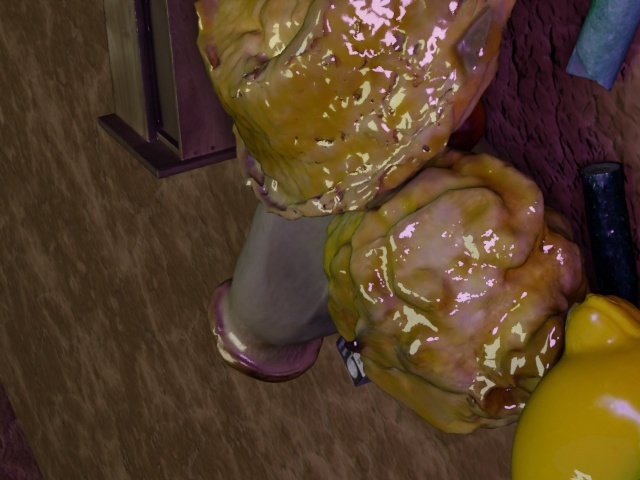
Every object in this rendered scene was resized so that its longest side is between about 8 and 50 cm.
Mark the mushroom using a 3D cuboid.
[{"bbox_3d":[0.008,0.003,1.549,0.154,0.137,0.407,31,147,1],"label":"mushroom"}]

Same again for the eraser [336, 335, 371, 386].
[{"bbox_3d":[0.051,0.095,1.657,0.052,0.029,0.122,65,156,16],"label":"eraser"}]

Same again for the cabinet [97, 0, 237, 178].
[{"bbox_3d":[-0.084,-0.183,1.520,0.148,0.215,0.174,38,139,51],"label":"cabinet"}]

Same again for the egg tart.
[{"bbox_3d":[0.006,-0.180,1.275,0.345,0.132,0.345,-29,53,48],"label":"egg tart"}]

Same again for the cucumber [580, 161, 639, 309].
[{"bbox_3d":[0.212,0.009,1.258,0.032,0.032,0.133,24,129,59],"label":"cucumber"}]

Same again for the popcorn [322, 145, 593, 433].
[{"bbox_3d":[0.106,0.051,1.281,0.266,0.192,0.233,35,151,51],"label":"popcorn"}]

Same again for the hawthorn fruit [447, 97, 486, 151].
[{"bbox_3d":[0.091,-0.106,1.389,0.093,0.081,0.081,-91,-4,-64],"label":"hawthorn fruit"}]

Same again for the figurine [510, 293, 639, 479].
[{"bbox_3d":[0.253,0.189,1.064,0.340,0.231,0.323,42,142,37],"label":"figurine"}]

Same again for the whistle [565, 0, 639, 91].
[{"bbox_3d":[0.204,-0.171,1.142,0.039,0.039,0.186,57,151,29],"label":"whistle"}]
